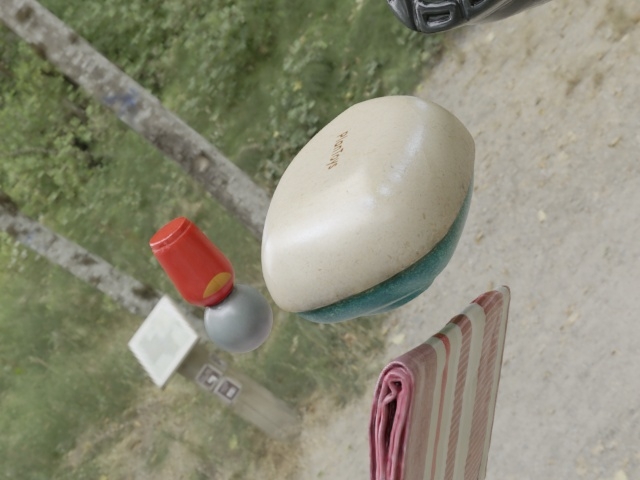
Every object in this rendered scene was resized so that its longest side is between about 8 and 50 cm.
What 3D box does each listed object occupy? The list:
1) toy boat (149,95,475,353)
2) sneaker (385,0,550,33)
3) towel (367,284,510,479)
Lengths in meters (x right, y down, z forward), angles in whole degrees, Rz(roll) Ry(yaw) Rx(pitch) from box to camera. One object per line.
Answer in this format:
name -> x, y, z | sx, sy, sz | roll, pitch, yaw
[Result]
toy boat -> 0.000, 0.000, 0.716 | 0.318, 0.148, 0.268 | -24, 25, 28
sneaker -> 0.175, -0.213, 0.477 | 0.286, 0.109, 0.130 | -16, 1, 33
towel -> 0.112, 0.180, 0.747 | 0.329, 0.037, 0.237 | -18, -64, -63
